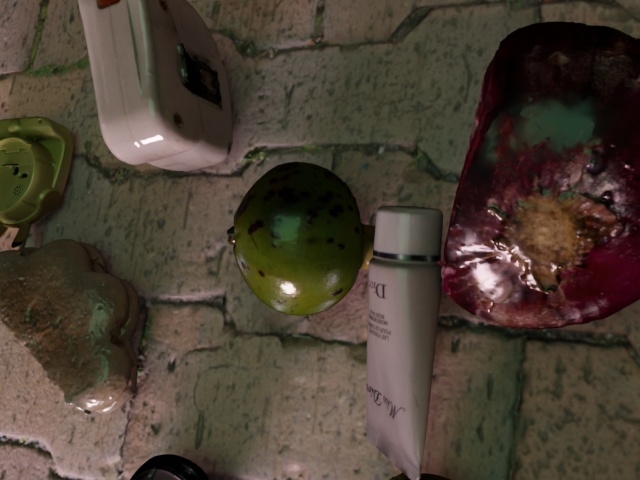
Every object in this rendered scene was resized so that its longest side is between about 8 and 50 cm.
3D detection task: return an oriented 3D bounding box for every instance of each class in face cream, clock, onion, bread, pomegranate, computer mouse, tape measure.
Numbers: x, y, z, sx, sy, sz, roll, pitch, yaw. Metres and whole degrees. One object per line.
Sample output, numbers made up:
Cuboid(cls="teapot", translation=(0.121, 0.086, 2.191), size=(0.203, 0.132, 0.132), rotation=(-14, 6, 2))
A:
Cuboid(cls="face cream", translation=(0.100, 0.115, 0.811), size=(0.089, 0.143, 0.315), rotation=(0, 95, -22))
Cuboid(cls="clock", translation=(-0.522, -0.095, 1.148), size=(0.170, 0.069, 0.232), rotation=(0, 76, 21))
Cuboid(cls="onion", translation=(0.282, -0.056, 0.723), size=(0.260, 0.282, 0.337), rotation=(13, 113, 12))
Cuboid(cls="bread", translation=(-0.391, 0.108, 1.039), size=(0.337, 0.102, 0.183), rotation=(38, 93, 23))
Cuboid(cls="pomegranate", translation=(0.000, 0.000, 0.884), size=(0.247, 0.202, 0.202), rotation=(5, 79, -9))
Cuboid(cls="computer mouse", translation=(-0.214, 0.404, 0.910), size=(0.137, 0.096, 0.233), rotation=(27, 93, 29))
Cuboid(cls="tape measure", translation=(-0.226, -0.239, 0.965), size=(0.130, 0.265, 0.258), rotation=(-14, 84, 20))

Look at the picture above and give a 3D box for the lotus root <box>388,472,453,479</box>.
Cuboid(cls="lotus root", translation=(0.157, 0.353, 0.771), size=(0.209, 0.120, 0.120), rotation=(40, 94, 23))
